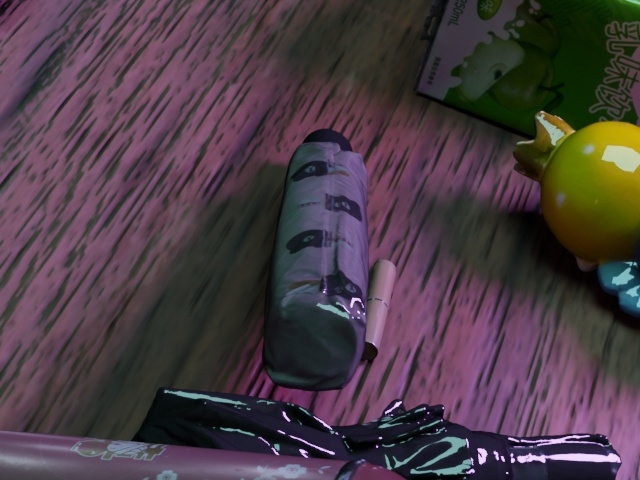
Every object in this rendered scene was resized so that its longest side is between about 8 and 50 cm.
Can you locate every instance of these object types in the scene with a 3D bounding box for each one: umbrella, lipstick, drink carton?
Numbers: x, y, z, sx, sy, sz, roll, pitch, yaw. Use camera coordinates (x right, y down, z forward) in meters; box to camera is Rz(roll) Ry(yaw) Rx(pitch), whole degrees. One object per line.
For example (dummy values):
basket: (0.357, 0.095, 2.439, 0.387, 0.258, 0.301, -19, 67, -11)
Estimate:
umbrella: (0.040, 0.144, 1.104, 0.340, 0.118, 0.118, 1, 41, -31)
lipstick: (0.039, 0.048, 1.272, 0.019, 0.019, 0.094, 18, 37, -1)
drink carton: (0.226, -0.166, 1.495, 0.271, 0.161, 0.108, 22, 38, 4)
umbrella: (0.000, 0.000, 1.233, 0.067, 0.073, 0.337, 20, 22, -7)

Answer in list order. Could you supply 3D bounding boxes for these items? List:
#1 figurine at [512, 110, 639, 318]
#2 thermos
figurine: (0.269, -0.019, 1.379, 0.234, 0.127, 0.185, 27, 24, 32)
thermos: (-0.051, 0.156, 0.918, 0.330, 0.136, 0.109, 3, 65, 15)
